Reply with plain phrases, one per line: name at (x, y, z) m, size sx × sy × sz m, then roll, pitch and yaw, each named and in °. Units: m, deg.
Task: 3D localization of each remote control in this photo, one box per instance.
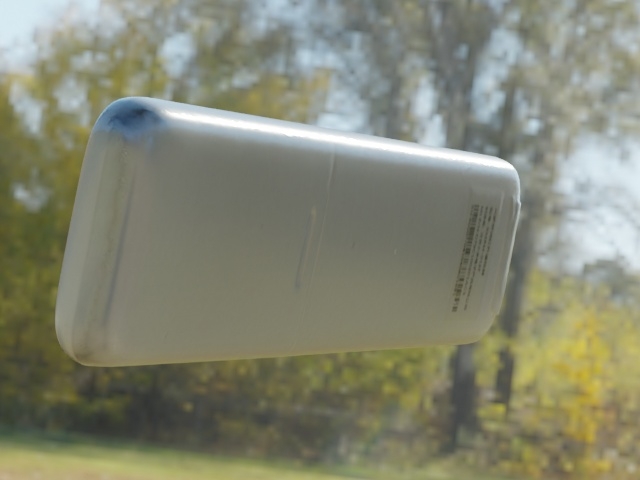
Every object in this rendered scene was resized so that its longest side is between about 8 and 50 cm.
remote control at (0.000, 0.000, 0.582) m, size 0.029 × 0.067 × 0.261 m, roll 14°, pitch 5°, yaw 26°
